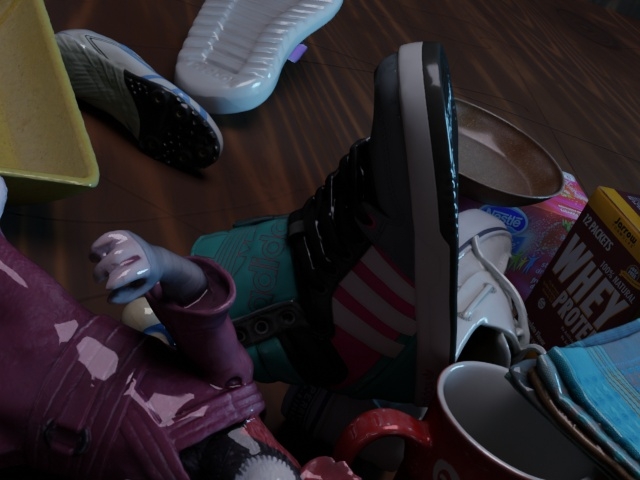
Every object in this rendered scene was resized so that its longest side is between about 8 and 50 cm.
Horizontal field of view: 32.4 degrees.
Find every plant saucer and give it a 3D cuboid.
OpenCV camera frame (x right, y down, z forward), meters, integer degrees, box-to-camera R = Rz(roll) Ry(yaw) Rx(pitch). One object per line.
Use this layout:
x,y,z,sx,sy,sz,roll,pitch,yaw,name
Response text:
0.158,-0.090,1.147,0.199,0.036,0.198,19,30,-11,plant saucer
-0.393,-0.146,0.971,0.333,0.081,0.332,7,39,-33,plant saucer

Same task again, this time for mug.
0.077,0.171,0.728,0.150,0.169,0.113,28,27,7,mug

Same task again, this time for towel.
0.311,0.189,0.720,0.370,0.040,0.271,44,23,23,towel

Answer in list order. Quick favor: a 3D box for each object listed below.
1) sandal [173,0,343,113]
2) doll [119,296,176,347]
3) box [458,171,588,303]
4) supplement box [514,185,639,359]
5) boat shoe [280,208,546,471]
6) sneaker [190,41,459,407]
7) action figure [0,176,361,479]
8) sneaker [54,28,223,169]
-0.090,-0.261,1.469,0.170,0.102,0.416,15,37,13,sandal
-0.093,0.105,0.810,0.189,0.046,0.129,48,-1,36,doll
0.168,-0.029,1.224,0.257,0.122,0.128,16,29,-19,box
0.332,0.072,1.105,0.194,0.191,0.129,10,32,-29,supplement box
0.123,0.089,0.959,0.156,0.135,0.367,33,30,15,boat shoe
0.000,0.000,0.720,0.179,0.295,0.123,1,43,5,sneaker
-0.154,0.108,0.687,0.370,0.248,0.276,24,-1,0,action figure
-0.196,-0.160,1.193,0.237,0.085,0.086,34,32,13,sneaker
